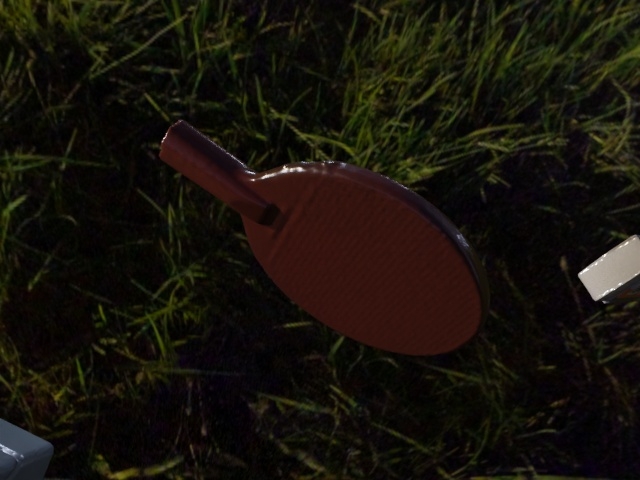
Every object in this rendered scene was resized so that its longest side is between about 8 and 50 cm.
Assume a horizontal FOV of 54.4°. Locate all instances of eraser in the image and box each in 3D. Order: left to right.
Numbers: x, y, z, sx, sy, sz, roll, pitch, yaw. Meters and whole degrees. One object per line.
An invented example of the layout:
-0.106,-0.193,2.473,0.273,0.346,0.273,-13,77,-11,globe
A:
0.244,0.022,0.465,0.122,0.052,0.029,3,51,-44,eraser

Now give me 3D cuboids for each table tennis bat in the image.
0.000,0.000,0.707,0.414,0.268,0.051,33,52,-1,table tennis bat

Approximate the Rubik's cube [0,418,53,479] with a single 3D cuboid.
-0.321,0.173,0.396,0.224,0.265,0.213,17,42,15,Rubik's cube
